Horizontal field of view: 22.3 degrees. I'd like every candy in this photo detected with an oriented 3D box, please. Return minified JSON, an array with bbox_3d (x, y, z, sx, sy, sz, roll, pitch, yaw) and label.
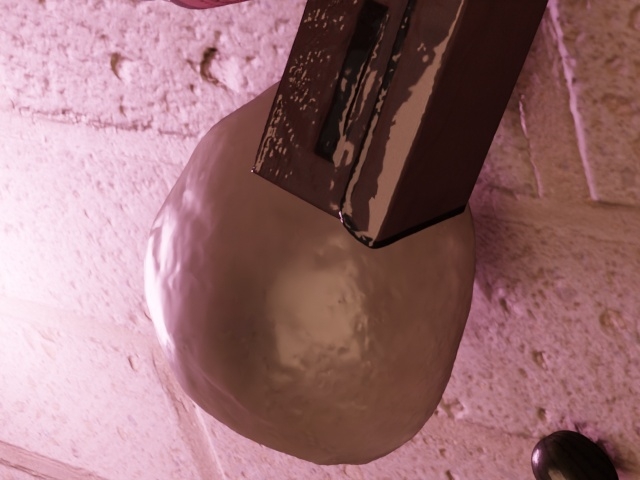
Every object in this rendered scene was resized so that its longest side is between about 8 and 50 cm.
[{"bbox_3d":[-0.018,0.025,1.686,0.386,0.186,0.427,35,118,23],"label":"candy"}]

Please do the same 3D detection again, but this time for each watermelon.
[{"bbox_3d":[0.277,0.254,1.757,0.111,0.078,0.078,41,144,-1],"label":"watermelon"}]

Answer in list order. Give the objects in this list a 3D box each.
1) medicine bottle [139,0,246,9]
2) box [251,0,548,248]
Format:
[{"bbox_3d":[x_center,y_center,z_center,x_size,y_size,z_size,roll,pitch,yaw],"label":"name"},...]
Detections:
[{"bbox_3d":[-0.104,-0.296,1.573,0.247,0.147,0.147,-2,122,46],"label":"medicine bottle"},{"bbox_3d":[0.072,-0.150,1.421,0.153,0.188,0.252,29,115,24],"label":"box"}]
